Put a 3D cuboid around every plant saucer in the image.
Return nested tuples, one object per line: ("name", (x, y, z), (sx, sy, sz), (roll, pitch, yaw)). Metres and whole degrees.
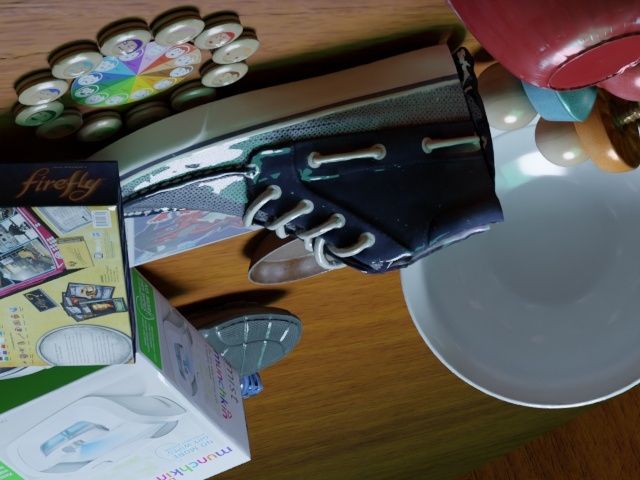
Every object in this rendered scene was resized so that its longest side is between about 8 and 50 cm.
("plant saucer", (0.000, 0.000, 1.724), (0.168, 0.029, 0.168), (-18, 164, -5))

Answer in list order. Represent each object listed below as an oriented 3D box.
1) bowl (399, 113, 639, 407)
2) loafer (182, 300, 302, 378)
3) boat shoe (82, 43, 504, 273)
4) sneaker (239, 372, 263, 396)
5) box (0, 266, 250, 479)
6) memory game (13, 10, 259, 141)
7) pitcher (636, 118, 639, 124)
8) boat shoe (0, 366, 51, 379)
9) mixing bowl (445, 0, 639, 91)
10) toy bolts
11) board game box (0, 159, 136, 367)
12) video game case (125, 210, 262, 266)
("bowl", (0.230, 0.008, 1.641), (0.297, 0.298, 0.134), (-23, -177, 9))
("loafer", (-0.146, 0.110, 1.867), (0.267, 0.084, 0.096), (-13, 133, -35))
("boat shoe", (-0.014, -0.037, 1.310), (0.340, 0.158, 0.127), (-17, 173, -10))
("sneaker", (-0.106, 0.182, 2.173), (0.059, 0.053, 0.144), (-16, 173, -12))
("box", (-0.242, 0.170, 1.679), (0.262, 0.127, 0.231), (-24, 137, 14))
("memory game", (-0.132, -0.115, 1.196), (0.186, 0.012, 0.186), (-18, 164, -5))
("pitcher", (0.356, -0.058, 1.698), (0.125, 0.178, 0.207), (16, 148, -23))
("boat shoe", (-0.324, 0.076, 1.454), (0.301, 0.108, 0.102), (-19, 168, 25))
("mixing bowl", (0.192, -0.174, 1.241), (0.181, 0.098, 0.181), (-18, 165, -5))
("toy bolts", (0.238, -0.090, 1.427), (0.158, 0.218, 0.228), (-21, 144, 26))
("board game box", (-0.232, 0.024, 1.294), (0.165, 0.042, 0.243), (-1, 147, -4))
("video game case", (-0.101, -0.032, 1.497), (0.201, 0.023, 0.183), (-17, 165, -11))
